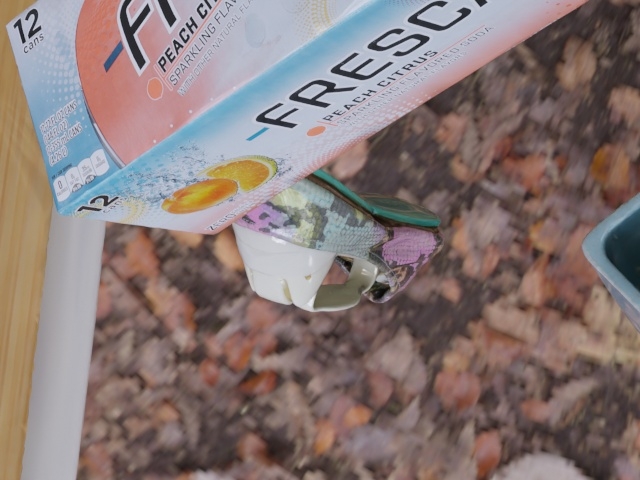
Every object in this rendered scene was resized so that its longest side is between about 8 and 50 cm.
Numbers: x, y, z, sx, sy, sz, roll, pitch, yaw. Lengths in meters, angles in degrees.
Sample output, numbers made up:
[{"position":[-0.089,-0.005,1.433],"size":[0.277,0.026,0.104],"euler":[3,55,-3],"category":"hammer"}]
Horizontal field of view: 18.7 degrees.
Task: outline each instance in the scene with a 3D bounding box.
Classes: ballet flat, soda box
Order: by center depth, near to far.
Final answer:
[{"position":[0.008,-0.067,0.471],"size":[0.183,0.063,0.058],"euler":[-31,66,32],"category":"soda box"},{"position":[0.000,0.000,1.057],"size":[0.077,0.221,0.079],"euler":[24,92,28],"category":"ballet flat"}]

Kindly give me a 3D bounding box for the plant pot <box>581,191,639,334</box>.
[{"position":[0.391,0.062,1.501],"size":[0.247,0.252,0.248],"euler":[-38,56,-3],"category":"plant pot"}]

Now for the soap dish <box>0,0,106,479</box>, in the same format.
[{"position":[-0.183,0.034,0.701],"size":[0.229,0.118,0.291],"euler":[-18,62,49],"category":"soap dish"}]
